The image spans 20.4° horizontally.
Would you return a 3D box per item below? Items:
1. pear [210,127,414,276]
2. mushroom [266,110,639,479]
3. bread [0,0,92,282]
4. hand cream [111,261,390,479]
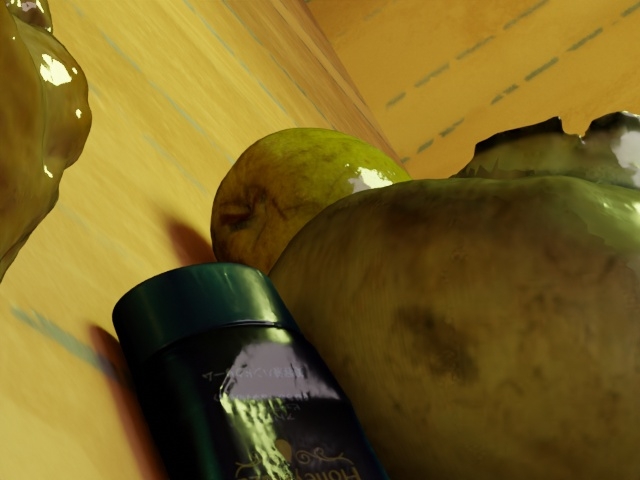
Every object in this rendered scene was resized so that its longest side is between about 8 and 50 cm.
[{"bbox_3d":[0.000,0.000,1.171,0.162,0.149,0.149,30,26,-52],"label":"pear"},{"bbox_3d":[0.131,0.066,0.970,0.352,0.352,0.260,41,46,-65],"label":"mushroom"},{"bbox_3d":[-0.156,-0.069,0.488,0.244,0.134,0.244,53,6,-8],"label":"bread"},{"bbox_3d":[-0.012,0.124,0.793,0.120,0.061,0.270,-3,47,-30],"label":"hand cream"}]
